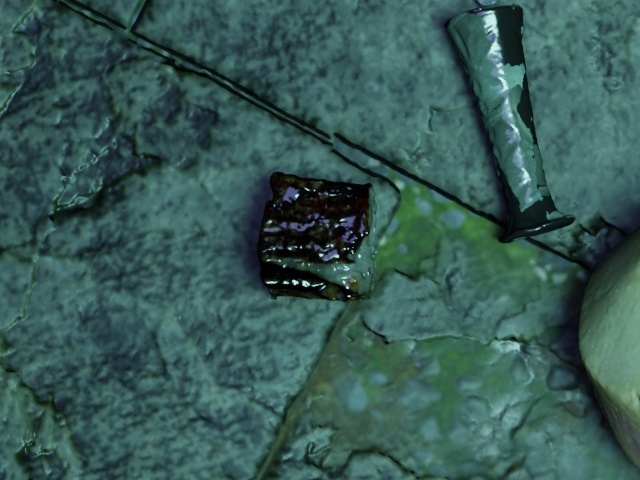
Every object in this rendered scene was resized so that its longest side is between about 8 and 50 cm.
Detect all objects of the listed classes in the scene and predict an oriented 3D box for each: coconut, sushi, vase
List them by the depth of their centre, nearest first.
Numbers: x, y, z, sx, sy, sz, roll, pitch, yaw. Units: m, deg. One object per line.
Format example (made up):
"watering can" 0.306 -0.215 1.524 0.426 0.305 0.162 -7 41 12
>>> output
"coconut" 0.281 0.069 1.046 0.236 0.237 0.197 32 58 6
"sushi" 0.000 0.000 1.128 0.084 0.098 0.094 5 83 3
"vase" 0.137 -0.084 1.140 0.059 0.059 0.167 -14 86 4

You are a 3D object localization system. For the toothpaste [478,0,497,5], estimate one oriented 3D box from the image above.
"toothpaste" 0.087 -0.290 1.164 0.089 0.057 0.234 -37 94 -1
